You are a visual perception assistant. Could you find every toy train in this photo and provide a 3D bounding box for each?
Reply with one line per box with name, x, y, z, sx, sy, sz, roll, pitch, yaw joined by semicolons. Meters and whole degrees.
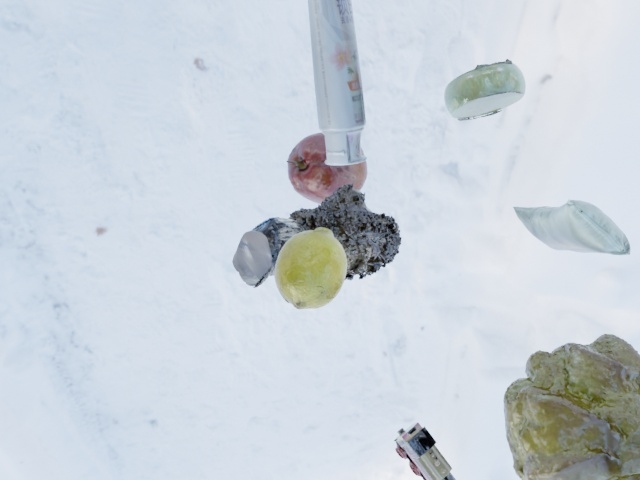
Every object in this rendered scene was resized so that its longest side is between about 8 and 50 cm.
toy train;0.186;0.382;0.982;0.050;0.138;0.087;-33;166;-22

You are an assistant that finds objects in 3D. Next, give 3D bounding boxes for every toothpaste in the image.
toothpaste;0.017;-0.262;0.745;0.066;0.100;0.322;3;111;28

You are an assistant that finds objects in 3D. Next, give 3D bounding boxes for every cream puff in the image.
cream puff;0.359;0.249;0.740;0.245;0.196;0.243;1;100;4

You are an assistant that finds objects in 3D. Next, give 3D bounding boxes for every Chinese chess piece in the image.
Chinese chess piece;0.392;-0.356;1.366;0.189;0.083;0.188;-13;175;-1

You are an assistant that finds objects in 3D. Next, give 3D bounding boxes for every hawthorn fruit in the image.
hawthorn fruit;0.003;-0.171;1.332;0.201;0.179;0.179;10;133;-46

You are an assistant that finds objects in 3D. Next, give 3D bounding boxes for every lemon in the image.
lemon;-0.008;0.023;0.494;0.062;0.083;0.062;15;148;10

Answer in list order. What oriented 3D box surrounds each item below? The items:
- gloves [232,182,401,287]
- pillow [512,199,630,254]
gloves;0.004;0.002;1.075;0.313;0.135;0.210;1;127;-30
pillow;0.469;-0.027;1.089;0.144;0.254;0.078;31;90;-3
